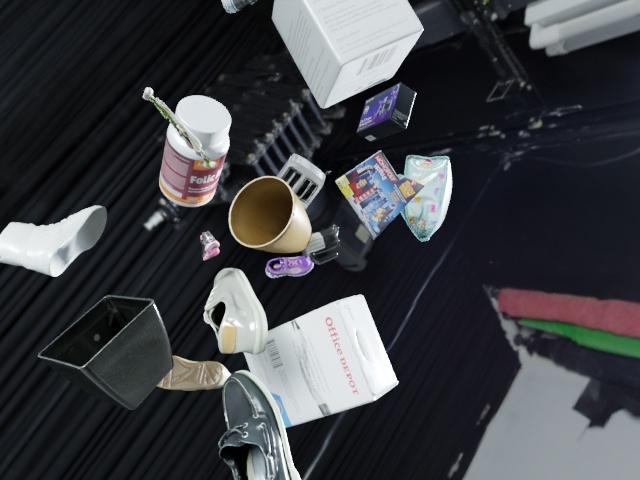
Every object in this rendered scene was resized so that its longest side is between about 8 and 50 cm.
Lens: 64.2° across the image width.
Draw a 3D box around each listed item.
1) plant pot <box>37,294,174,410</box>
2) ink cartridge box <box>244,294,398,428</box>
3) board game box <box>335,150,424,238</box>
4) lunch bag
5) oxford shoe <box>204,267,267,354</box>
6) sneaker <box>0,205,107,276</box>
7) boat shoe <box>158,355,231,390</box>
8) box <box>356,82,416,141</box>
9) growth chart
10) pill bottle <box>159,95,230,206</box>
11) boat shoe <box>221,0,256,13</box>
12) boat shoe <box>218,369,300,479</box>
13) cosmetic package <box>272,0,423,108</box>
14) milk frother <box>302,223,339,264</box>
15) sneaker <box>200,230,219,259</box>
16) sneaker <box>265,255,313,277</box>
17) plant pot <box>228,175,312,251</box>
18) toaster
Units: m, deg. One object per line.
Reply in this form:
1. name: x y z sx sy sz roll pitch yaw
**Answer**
1. plant pot: -0.420 0.240 1.062 0.188 0.187 0.167 -2 -55 39
2. ink cartridge box: -0.009 0.367 1.526 0.394 0.166 0.286 -28 -102 32
3. board game box: 0.169 -0.138 1.378 0.194 0.194 0.060 55 5 -16
4. lunch bag: 0.336 -0.133 1.639 0.160 0.263 0.223 4 6 13
5. oxford shoe: -0.260 0.182 1.406 0.130 0.169 0.449 -2 15 -20
6. sneaker: -0.654 -0.024 1.240 0.169 0.108 0.292 12 24 0
7. boat shoe: -0.495 0.511 1.915 0.340 0.122 0.110 1 -28 22
8. box: 0.294 -0.576 2.313 0.103 0.184 0.261 27 -17 -26
9. growth chart: -0.324 -0.255 1.171 0.237 0.021 0.172 50 -9 -13
10. pill bottle: -0.467 -0.326 1.904 0.224 0.224 0.392 35 -42 3
11. boat shoe: -0.244 -0.896 1.802 0.119 0.335 0.121 -3 -43 16
12. boat shoe: -0.139 0.409 0.986 0.113 0.127 0.340 8 48 -45
13. cosmetic package: 0.077 -0.743 1.753 0.394 0.329 0.327 62 -14 4
14. milk frother: 0.000 0.000 1.873 0.143 0.134 0.129 83 -19 -45
15. sneaker: -0.303 0.012 1.369 0.057 0.047 0.119 56 -28 10
16. sneaker: -0.150 0.116 2.401 0.236 0.095 0.104 -9 -23 3
17. plant pot: -0.132 -0.053 1.691 0.237 0.237 0.254 25 -6 32
18. toaster: -0.080 -0.234 2.011 0.168 0.186 0.110 34 20 -13
